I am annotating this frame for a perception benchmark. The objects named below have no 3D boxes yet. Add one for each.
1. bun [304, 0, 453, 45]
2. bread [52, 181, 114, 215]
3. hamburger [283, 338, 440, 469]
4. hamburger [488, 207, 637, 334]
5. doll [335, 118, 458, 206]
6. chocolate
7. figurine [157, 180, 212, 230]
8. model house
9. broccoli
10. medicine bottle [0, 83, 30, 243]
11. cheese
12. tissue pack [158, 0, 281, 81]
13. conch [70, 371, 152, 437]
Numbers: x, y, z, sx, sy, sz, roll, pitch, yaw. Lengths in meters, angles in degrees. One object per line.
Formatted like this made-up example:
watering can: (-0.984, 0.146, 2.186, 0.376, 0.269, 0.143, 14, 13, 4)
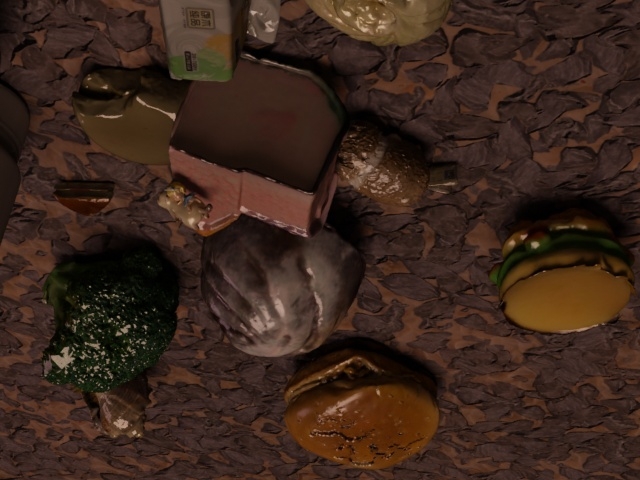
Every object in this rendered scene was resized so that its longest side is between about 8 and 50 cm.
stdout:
bun: (0.075, -0.343, 1.471, 0.244, 0.153, 0.243, 3, 144, 2)
bread: (-0.409, -0.072, 2.072, 0.109, 0.043, 0.062, 4, 144, 8)
hamburger: (0.087, 0.342, 2.442, 0.305, 0.174, 0.284, 24, 132, -31)
hamburger: (0.392, 0.040, 1.940, 0.237, 0.148, 0.237, 0, 147, 0)
doll: (0.109, -0.109, 1.842, 0.221, 0.114, 0.105, 23, 134, -29)
chocolate: (-0.087, 0.092, 2.025, 0.303, 0.212, 0.303, 16, 155, 7)
figurine: (-0.194, -0.057, 1.708, 0.083, 0.047, 0.050, 30, 137, 2)
model house: (-0.088, -0.123, 1.775, 0.237, 0.202, 0.237, 17, 152, 3)
broccoli: (-0.408, 0.145, 2.225, 0.275, 0.308, 0.307, 29, 149, 16)
medicine bottle: (-0.580, -0.079, 1.839, 0.208, 0.339, 0.208, 6, 147, 4)
cheese: (-0.282, -0.193, 1.826, 0.203, 0.091, 0.175, 12, 144, -3)
tissue pack: (-0.125, -0.333, 1.524, 0.145, 0.159, 0.229, 6, 145, 4)
conch: (-0.462, 0.327, 2.571, 0.178, 0.163, 0.245, -30, 101, 23)
